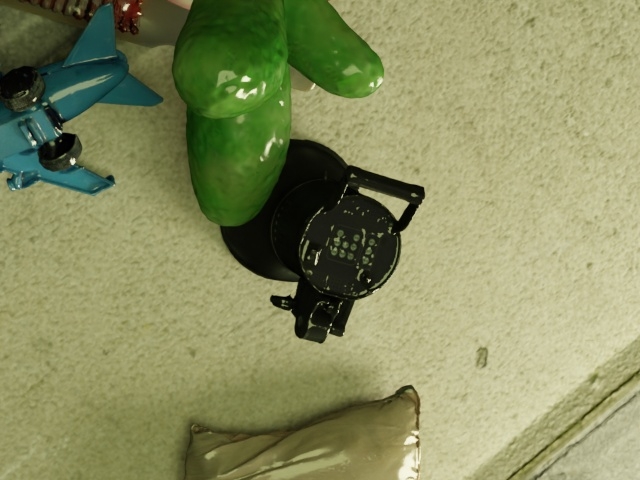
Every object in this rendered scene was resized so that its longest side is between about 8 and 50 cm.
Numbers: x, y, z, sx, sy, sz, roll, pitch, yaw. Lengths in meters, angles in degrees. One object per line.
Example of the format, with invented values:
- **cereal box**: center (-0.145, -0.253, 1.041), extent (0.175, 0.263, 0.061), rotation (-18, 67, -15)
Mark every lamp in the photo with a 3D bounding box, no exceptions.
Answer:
- **lamp**: center (0.000, 0.000, 1.530), extent (0.147, 0.227, 0.172), rotation (17, 97, -20)

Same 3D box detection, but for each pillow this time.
- **pillow**: center (-0.022, 0.251, 1.670), extent (0.270, 0.067, 0.173), rotation (-7, 100, -16)

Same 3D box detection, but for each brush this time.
- **brush**: center (-0.143, -0.207, 1.536), extent (0.321, 0.050, 0.060), rotation (14, 95, -21)

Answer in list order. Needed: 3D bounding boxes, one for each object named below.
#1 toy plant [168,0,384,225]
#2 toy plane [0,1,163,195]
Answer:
- **toy plant**: center (-0.061, -0.224, 1.433), extent (0.211, 0.317, 0.356), rotation (-4, 73, -4)
- **toy plane**: center (-0.286, -0.110, 1.478), extent (0.271, 0.105, 0.254), rotation (-29, 133, -4)
